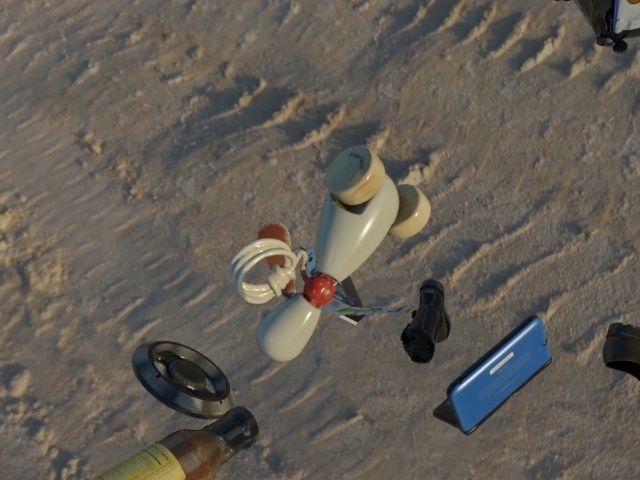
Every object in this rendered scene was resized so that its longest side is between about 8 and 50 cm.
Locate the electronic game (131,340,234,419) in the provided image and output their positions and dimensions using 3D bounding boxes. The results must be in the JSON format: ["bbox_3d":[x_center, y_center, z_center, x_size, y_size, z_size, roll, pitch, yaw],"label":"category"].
[{"bbox_3d":[-0.276,0.280,1.184,0.229,0.229,0.048,39,101,34],"label":"electronic game"}]

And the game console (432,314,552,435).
[{"bbox_3d":[0.398,0.314,1.429,0.293,0.250,0.173,-36,35,-14],"label":"game console"}]

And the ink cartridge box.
[{"bbox_3d":[0.037,0.131,2.002,0.065,0.165,0.332,-47,38,19],"label":"ink cartridge box"}]

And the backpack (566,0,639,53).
[{"bbox_3d":[0.484,-0.474,0.905,0.213,0.263,0.276,-19,41,11],"label":"backpack"}]

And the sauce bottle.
[{"bbox_3d":[-0.237,0.359,0.868,0.111,0.111,0.344,32,34,33],"label":"sauce bottle"}]

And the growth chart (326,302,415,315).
[{"bbox_3d":[0.146,0.195,1.643,0.237,0.172,0.021,-2,89,11],"label":"growth chart"}]

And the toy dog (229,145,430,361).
[{"bbox_3d":[0.000,0.000,0.867,0.334,0.220,0.161,-37,36,-15],"label":"toy dog"}]

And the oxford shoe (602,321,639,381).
[{"bbox_3d":[0.575,0.218,0.941,0.227,0.083,0.096,16,61,29],"label":"oxford shoe"}]

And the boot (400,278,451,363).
[{"bbox_3d":[0.288,0.257,1.593,0.094,0.246,0.207,8,45,22],"label":"boot"}]
